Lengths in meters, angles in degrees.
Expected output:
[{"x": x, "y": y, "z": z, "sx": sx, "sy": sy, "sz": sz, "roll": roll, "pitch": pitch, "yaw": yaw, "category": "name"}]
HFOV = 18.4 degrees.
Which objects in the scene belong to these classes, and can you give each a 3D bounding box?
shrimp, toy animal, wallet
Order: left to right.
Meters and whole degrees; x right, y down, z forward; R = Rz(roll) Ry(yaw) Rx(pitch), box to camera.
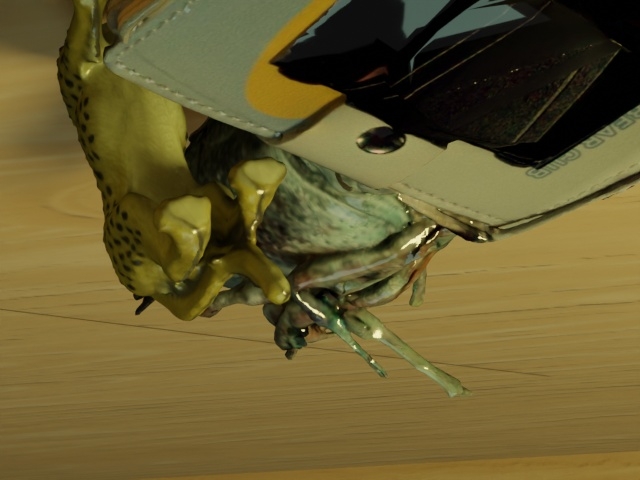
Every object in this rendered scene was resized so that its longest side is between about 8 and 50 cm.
[{"x": -0.066, "y": -0.031, "z": 0.838, "sx": 0.073, "sy": 0.181, "sz": 0.136, "roll": -15, "pitch": 160, "yaw": -22, "category": "toy animal"}, {"x": 0.001, "y": -0.001, "z": 0.951, "sx": 0.137, "sy": 0.172, "sz": 0.372, "roll": 0, "pitch": 160, "yaw": -20, "category": "shrimp"}, {"x": 0.048, "y": -0.069, "z": 0.715, "sx": 0.231, "sy": 0.069, "sz": 0.170, "roll": 28, "pitch": 133, "yaw": -37, "category": "wallet"}]
